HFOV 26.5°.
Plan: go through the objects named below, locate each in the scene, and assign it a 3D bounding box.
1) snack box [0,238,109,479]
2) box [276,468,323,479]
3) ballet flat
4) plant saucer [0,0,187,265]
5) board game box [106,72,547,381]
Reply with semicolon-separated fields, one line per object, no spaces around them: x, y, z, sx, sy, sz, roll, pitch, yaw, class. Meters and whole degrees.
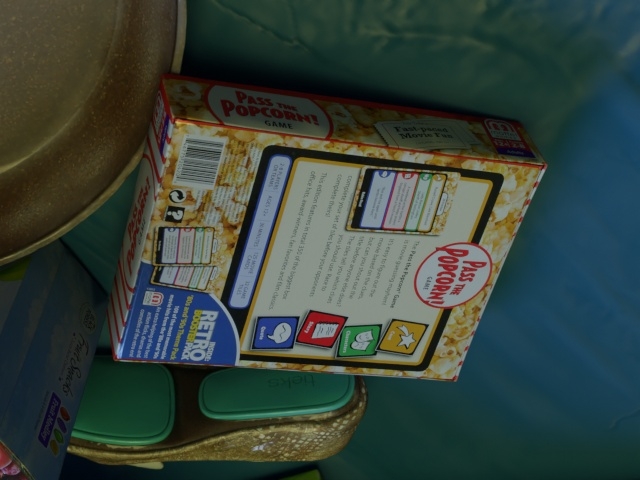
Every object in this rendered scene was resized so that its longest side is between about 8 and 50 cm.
-0.222;0.099;0.708;0.207;0.174;0.070;-26;116;16;snack box
-0.068;0.215;0.855;0.178;0.042;0.109;-16;125;6;box
-0.076;0.105;0.779;0.206;0.073;0.067;0;137;4;ballet flat
-0.218;-0.115;0.629;0.310;0.050;0.311;-4;124;-5;plant saucer
0.000;0.000;0.698;0.193;0.045;0.147;6;124;-20;board game box
